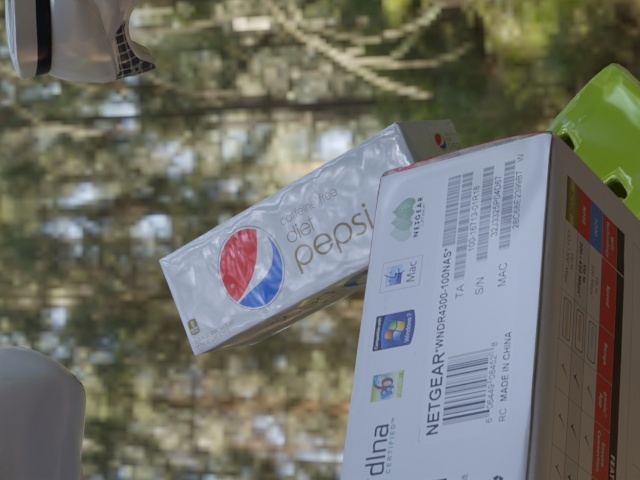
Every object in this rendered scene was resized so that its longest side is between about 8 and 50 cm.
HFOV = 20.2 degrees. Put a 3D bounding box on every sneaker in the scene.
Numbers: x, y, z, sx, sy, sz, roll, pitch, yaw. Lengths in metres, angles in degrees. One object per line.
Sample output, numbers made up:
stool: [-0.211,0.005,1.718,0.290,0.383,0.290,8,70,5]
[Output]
sneaker: [-0.142,-0.212,1.092,0.090,0.095,0.235,-119,31,-64]

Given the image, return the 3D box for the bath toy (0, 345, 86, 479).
bath toy: [-0.247,0.104,0.761,0.348,0.151,0.129,13,-135,-42]

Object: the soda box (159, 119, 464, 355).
soda box: [0.000,0.000,1.162,0.069,0.216,0.074,-7,-108,-55]

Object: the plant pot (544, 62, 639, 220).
plant pot: [0.205,0.066,1.113,0.228,0.207,0.227,43,-170,-33]

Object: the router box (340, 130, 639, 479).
router box: [0.119,0.177,0.703,0.301,0.082,0.335,40,-133,-42]
